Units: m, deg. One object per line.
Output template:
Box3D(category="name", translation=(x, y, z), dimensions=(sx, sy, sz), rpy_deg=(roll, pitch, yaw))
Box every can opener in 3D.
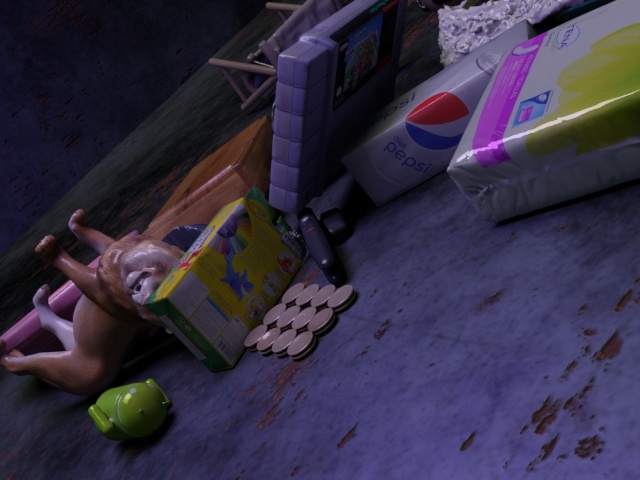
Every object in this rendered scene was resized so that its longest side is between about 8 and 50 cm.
Box3D(category="can opener", translation=(0.000, 0.000, 1.134), dimensions=(0.073, 0.059, 0.186), rpy_deg=(-39, 20, 11))

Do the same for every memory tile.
Box3D(category="memory tile", translation=(-0.027, 0.095, 1.051), dimensions=(0.113, 0.012, 0.148), rpy_deg=(-49, 23, -22))

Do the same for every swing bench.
Box3D(category="swing bench", translation=(-0.085, -0.458, 2.096), dimensions=(0.255, 0.165, 0.253), rpy_deg=(2, 44, 53))

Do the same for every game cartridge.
Box3D(category="game cartridge", translation=(0.035, -0.214, 1.244), dimensions=(0.355, 0.068, 0.230), rpy_deg=(-49, -25, -51))

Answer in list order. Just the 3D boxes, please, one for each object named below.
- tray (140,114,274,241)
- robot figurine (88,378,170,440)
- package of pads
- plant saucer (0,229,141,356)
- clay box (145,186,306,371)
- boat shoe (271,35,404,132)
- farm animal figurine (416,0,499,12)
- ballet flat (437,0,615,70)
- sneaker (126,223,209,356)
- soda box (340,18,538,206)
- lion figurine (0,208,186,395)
Box3D(category="tray", translation=(-0.178, -0.105, 1.565), dimensions=(0.203, 0.076, 0.411), rpy_deg=(-35, 14, 13))
Box3D(category="robot figurine", translation=(-0.236, 0.212, 1.087), dimensions=(0.115, 0.067, 0.101), rpy_deg=(-20, -2, 44))
Box3D(category="package of pads", translation=(0.296, -0.154, 0.889), dimensions=(0.296, 0.101, 0.229), rpy_deg=(-18, 31, 44))
Box3D(category="plant saucer", translation=(-0.428, 0.114, 1.535), dimensions=(0.332, 0.084, 0.332), rpy_deg=(-37, 9, 7))
Box3D(category="clay box", translation=(-0.113, 0.045, 1.138), dimensions=(0.053, 0.127, 0.222), rpy_deg=(-19, 28, 44))
Box3D(category="boat shoe", translation=(0.026, -0.290, 1.627), dimensions=(0.301, 0.108, 0.102), rpy_deg=(-29, 27, 26))
Box3D(category="farm animal figurine", translation=(0.260, -0.424, 1.318), dimensions=(0.327, 0.330, 0.172), rpy_deg=(-10, 79, 53))
Box3D(category="ballet flat", translation=(0.303, -0.327, 1.141), dimensions=(0.409, 0.147, 0.147), rpy_deg=(-17, 30, 47))
Box3D(category="sneaker", translation=(-0.252, 0.088, 1.367), dimensions=(0.319, 0.112, 0.131), rpy_deg=(-36, -9, 23))
Box3D(category="soda box", translation=(0.167, -0.162, 1.136), dimensions=(0.286, 0.091, 0.098), rpy_deg=(-29, 23, 26))
Box3D(category="lion figurine", translation=(-0.315, 0.119, 1.262), dimensions=(0.392, 0.240, 0.142), rpy_deg=(-54, -2, 38))
